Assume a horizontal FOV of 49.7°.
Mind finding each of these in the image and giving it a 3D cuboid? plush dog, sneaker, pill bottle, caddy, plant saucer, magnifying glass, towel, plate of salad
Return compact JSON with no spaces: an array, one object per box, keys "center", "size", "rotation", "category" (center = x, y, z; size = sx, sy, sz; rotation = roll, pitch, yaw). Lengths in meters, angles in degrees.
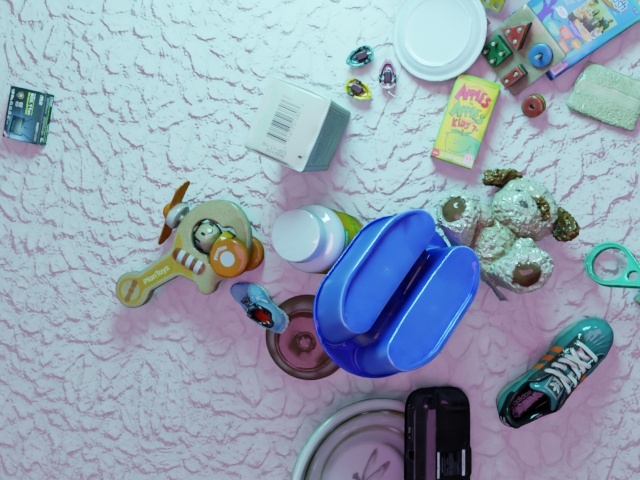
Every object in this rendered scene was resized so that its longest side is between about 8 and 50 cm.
[{"center":[0.387,-0.025,1.406],"size":[0.225,0.211,0.262],"rotation":[-44,70,-7],"category":"plush dog"},{"center":[-0.142,0.143,1.530],"size":[0.162,0.073,0.063],"rotation":[35,98,26],"category":"sneaker"},{"center":[0.000,0.000,1.406],"size":[0.136,0.245,0.137],"rotation":[-2,85,23],"category":"pill bottle"},{"center":[0.140,0.100,1.318],"size":[0.241,0.179,0.341],"rotation":[40,71,-6],"category":"caddy"},{"center":[0.105,0.536,1.482],"size":[0.400,0.100,0.401],"rotation":[2,85,-22],"category":"plant saucer"},{"center":[0.626,0.075,1.365],"size":[0.092,0.026,0.231],"rotation":[-57,43,4],"category":"magnifying glass"},{"center":[-0.030,0.222,1.552],"size":[0.198,0.036,0.199],"rotation":[1,95,8],"category":"plant saucer"},{"center":[0.494,0.285,1.433],"size":[0.108,0.121,0.302],"rotation":[44,100,2],"category":"sneaker"},{"center":[0.588,-0.292,1.409],"size":[0.148,0.027,0.110],"rotation":[23,100,6],"category":"towel"},{"center":[0.246,-0.431,1.429],"size":[0.199,0.048,0.200],"rotation":[4,99,26],"category":"plate of salad"}]

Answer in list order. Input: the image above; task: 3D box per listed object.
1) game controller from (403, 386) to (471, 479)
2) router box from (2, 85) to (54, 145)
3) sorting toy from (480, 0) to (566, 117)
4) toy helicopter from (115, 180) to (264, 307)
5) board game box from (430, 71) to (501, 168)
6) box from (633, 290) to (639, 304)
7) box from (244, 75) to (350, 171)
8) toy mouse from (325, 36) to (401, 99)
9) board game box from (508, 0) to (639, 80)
[{"center":[0.251,0.474,1.471],"size":[0.067,0.166,0.319],"rotation":[-5,82,53],"category":"game controller"},{"center":[-0.676,-0.288,1.599],"size":[0.092,0.038,0.123],"rotation":[13,97,7],"category":"router box"},{"center":[0.391,-0.386,1.389],"size":[0.132,0.046,0.275],"rotation":[-38,87,41],"category":"sorting toy"},{"center":[-0.316,0.027,1.529],"size":[0.355,0.140,0.235],"rotation":[-31,88,13],"category":"toy helicopter"},{"center":[0.302,-0.250,1.449],"size":[0.092,0.043,0.181],"rotation":[19,98,7],"category":"board game box"},{"center":[0.802,0.123,1.372],"size":[0.243,0.117,0.214],"rotation":[38,100,3],"category":"box"},{"center":[-0.035,-0.222,1.368],"size":[0.121,0.311,0.148],"rotation":[23,98,6],"category":"box"},{"center":[0.112,-0.365,1.473],"size":[0.161,0.031,0.143],"rotation":[24,99,5],"category":"toy mouse"},{"center":[0.514,-0.450,1.394],"size":[0.210,0.047,0.160],"rotation":[-34,90,11],"category":"board game box"}]
